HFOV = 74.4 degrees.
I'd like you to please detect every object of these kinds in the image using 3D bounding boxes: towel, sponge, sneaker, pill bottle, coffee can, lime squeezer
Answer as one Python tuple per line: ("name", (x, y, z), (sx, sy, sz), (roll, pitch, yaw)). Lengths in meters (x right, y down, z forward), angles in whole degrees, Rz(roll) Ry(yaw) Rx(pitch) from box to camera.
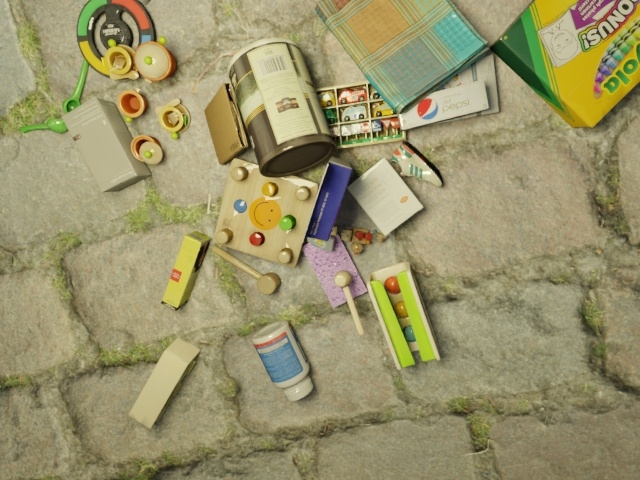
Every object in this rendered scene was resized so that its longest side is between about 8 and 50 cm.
("towel", (0.192, -0.527, 1.042), (0.271, 0.040, 0.370), (-36, 80, 6))
("sponge", (0.042, 0.081, 1.244), (0.117, 0.031, 0.210), (-27, 97, 10))
("sneaker", (0.262, -0.195, 1.158), (0.161, 0.057, 0.075), (42, 121, -5))
("pill bottle", (-0.108, 0.364, 1.273), (0.124, 0.124, 0.222), (-23, 97, 11))
("coffee can", (-0.097, -0.325, 1.059), (0.201, 0.201, 0.276), (-20, 82, 10))
("lime squeezer", (-0.757, -0.388, 1.243), (0.310, 0.059, 0.110), (-39, 64, 14))

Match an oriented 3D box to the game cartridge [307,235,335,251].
("game cartridge", (0.000, 0.000, 1.192), (0.083, 0.017, 0.056), (23, 143, 16))

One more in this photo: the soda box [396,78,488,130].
("soda box", (0.304, -0.340, 1.070), (0.216, 0.069, 0.074), (-12, 99, 9))

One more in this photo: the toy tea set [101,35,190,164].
("toy tea set", (-0.473, -0.378, 1.147), (0.199, 0.124, 0.336), (-9, 109, 2))

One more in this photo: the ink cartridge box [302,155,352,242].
("ink cartridge box", (0.021, -0.109, 1.035), (0.069, 0.371, 0.176), (19, 104, 1))

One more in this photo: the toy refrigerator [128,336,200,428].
("toy refrigerator", (-0.495, 0.456, 1.349), (0.094, 0.102, 0.270), (31, 103, 0))

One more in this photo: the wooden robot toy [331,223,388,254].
("wooden robot toy", (0.100, 0.005, 1.187), (0.173, 0.076, 0.079), (9, 103, -8))

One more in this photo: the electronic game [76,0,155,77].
("electronic game", (-0.571, -0.571, 1.177), (0.229, 0.048, 0.229), (1, 101, 7))

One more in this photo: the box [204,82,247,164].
("box", (-0.257, -0.304, 1.126), (0.021, 0.201, 0.165), (-17, 95, -28))

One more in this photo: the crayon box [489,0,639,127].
("crayon box", (0.662, -0.513, 1.011), (0.313, 0.106, 0.363), (41, 103, -3))

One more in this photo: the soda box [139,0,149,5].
("soda box", (-0.549, -0.777, 1.107), (0.091, 0.098, 0.286), (-39, 95, 13))

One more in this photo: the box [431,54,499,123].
("box", (0.361, -0.391, 1.108), (0.186, 0.038, 0.145), (-8, 100, 9))

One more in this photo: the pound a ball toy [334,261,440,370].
("pound a ball toy", (0.190, 0.199, 1.200), (0.208, 0.136, 0.319), (-19, 99, 14))

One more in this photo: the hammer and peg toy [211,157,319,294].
("hammer and peg toy", (-0.177, -0.027, 1.199), (0.265, 0.127, 0.362), (18, 103, 3))

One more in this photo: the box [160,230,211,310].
("box", (-0.405, 0.091, 1.273), (0.058, 0.087, 0.232), (25, 104, 1))

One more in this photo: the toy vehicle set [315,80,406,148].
("toy vehicle set", (0.092, -0.340, 1.150), (0.266, 0.035, 0.166), (-6, 101, 8))

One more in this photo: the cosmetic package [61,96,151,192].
("cosmetic package", (-0.611, -0.269, 1.216), (0.127, 0.107, 0.238), (-26, 94, 8))

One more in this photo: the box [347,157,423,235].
("box", (0.175, -0.122, 1.157), (0.130, 0.091, 0.170), (-38, 95, 12))
